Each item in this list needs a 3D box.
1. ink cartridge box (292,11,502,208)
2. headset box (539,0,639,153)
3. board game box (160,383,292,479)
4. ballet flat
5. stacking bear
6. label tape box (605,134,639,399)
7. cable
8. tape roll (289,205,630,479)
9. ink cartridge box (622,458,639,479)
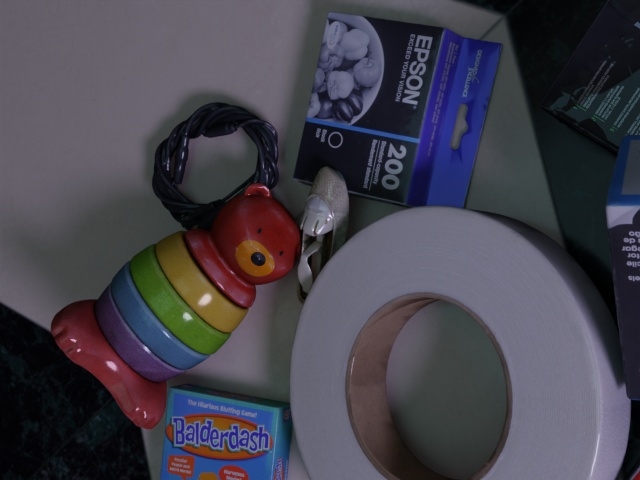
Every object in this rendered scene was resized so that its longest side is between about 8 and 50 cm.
[{"bbox_3d":[0.084,-0.147,1.082,0.208,0.045,0.206,14,94,23],"label":"ink cartridge box"},{"bbox_3d":[0.386,-0.161,0.892,0.283,0.131,0.246,36,104,22],"label":"headset box"},{"bbox_3d":[-0.121,0.295,1.162,0.160,0.047,0.210,5,90,25],"label":"board game box"},{"bbox_3d":[0.000,0.000,1.085,0.057,0.052,0.168,17,114,34],"label":"ballet flat"},{"bbox_3d":[-0.148,0.056,1.125,0.289,0.164,0.175,-39,105,7],"label":"stacking bear"},{"bbox_3d":[0.385,0.071,0.795,0.240,0.106,0.334,0,130,26],"label":"label tape box"},{"bbox_3d":[-0.130,-0.098,1.185,0.184,0.047,0.151,-36,69,22],"label":"cable"},{"bbox_3d":[0.126,0.158,0.983,0.392,0.072,0.392,-4,84,40],"label":"tape roll"},{"bbox_3d":[0.361,0.371,0.890,0.272,0.130,0.309,37,103,20],"label":"ink cartridge box"}]
